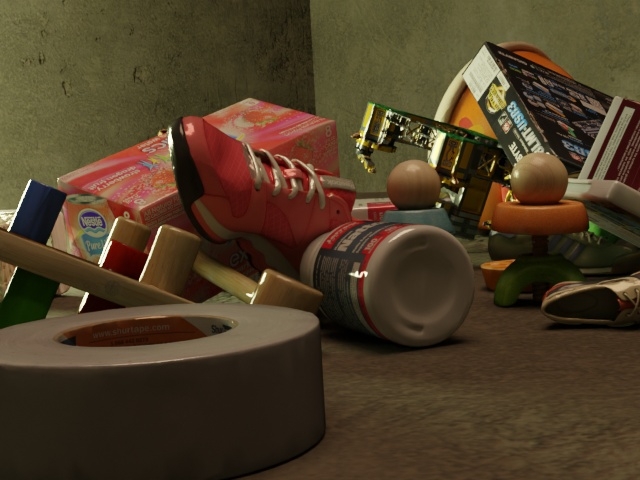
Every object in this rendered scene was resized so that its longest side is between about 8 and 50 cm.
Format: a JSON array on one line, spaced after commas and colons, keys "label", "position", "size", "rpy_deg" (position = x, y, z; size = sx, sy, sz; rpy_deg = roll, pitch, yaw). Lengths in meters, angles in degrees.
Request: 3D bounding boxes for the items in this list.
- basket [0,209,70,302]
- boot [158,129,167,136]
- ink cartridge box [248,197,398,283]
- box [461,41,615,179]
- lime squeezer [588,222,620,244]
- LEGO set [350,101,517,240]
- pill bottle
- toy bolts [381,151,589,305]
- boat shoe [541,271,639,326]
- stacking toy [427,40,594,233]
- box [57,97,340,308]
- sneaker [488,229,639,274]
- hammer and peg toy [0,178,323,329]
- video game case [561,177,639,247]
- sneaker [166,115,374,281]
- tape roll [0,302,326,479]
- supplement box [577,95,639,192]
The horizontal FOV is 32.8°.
[{"label": "basket", "position": [-0.424, 0.021, 1.431], "size": [0.167, 0.113, 0.103], "rpy_deg": [0, 8, 38]}, {"label": "boot", "position": [-0.208, -0.047, 1.502], "size": [0.104, 0.211, 0.295], "rpy_deg": [-5, 5, -32]}, {"label": "ink cartridge box", "position": [0.000, 0.000, 1.461], "size": [0.237, 0.100, 0.172], "rpy_deg": [-3, 5, 2]}, {"label": "box", "position": [0.367, -0.131, 1.507], "size": [0.295, 0.073, 0.293], "rpy_deg": [17, 35, -27]}, {"label": "lime squeezer", "position": [0.399, -0.045, 1.645], "size": [0.310, 0.110, 0.059], "rpy_deg": [17, -25, 29]}, {"label": "LEGO set", "position": [0.183, -0.070, 1.624], "size": [0.255, 0.192, 0.331], "rpy_deg": [9, 13, -35]}, {"label": "pill bottle", "position": [0.052, 0.035, 1.009], "size": [0.108, 0.108, 0.180], "rpy_deg": [-6, 5, -25]}, {"label": "toy bolts", "position": [0.178, -0.017, 1.212], "size": [0.228, 0.158, 0.218], "rpy_deg": [-2, 5, 10]}, {"label": "boat shoe", "position": [0.269, 0.055, 0.983], "size": [0.137, 0.049, 0.043], "rpy_deg": [-4, 8, 23]}, {"label": "stacking toy", "position": [0.449, -0.124, 1.797], "size": [0.350, 0.351, 0.480], "rpy_deg": [-8, 22, -42]}, {"label": "box", "position": [-0.128, -0.043, 1.248], "size": [0.154, 0.142, 0.300], "rpy_deg": [20, 36, 40]}, {"label": "sneaker", "position": [0.304, -0.001, 1.366], "size": [0.192, 0.086, 0.064], "rpy_deg": [-1, 5, 18]}, {"label": "hammer and peg toy", "position": [-0.200, 0.033, 0.944], "size": [0.361, 0.127, 0.266], "rpy_deg": [23, -5, -23]}, {"label": "video game case", "position": [0.371, -0.011, 1.198], "size": [0.227, 0.026, 0.206], "rpy_deg": [26, 0, -11]}, {"label": "sneaker", "position": [-0.040, -0.048, 1.101], "size": [0.136, 0.116, 0.314], "rpy_deg": [-26, -36, 15]}, {"label": "tape roll", "position": [-0.107, 0.090, 0.683], "size": [0.219, 0.072, 0.219], "rpy_deg": [-3, 6, 0]}, {"label": "supplement box", "position": [0.430, -0.070, 1.254], "size": [0.239, 0.130, 0.073], "rpy_deg": [26, 3, 39]}]
